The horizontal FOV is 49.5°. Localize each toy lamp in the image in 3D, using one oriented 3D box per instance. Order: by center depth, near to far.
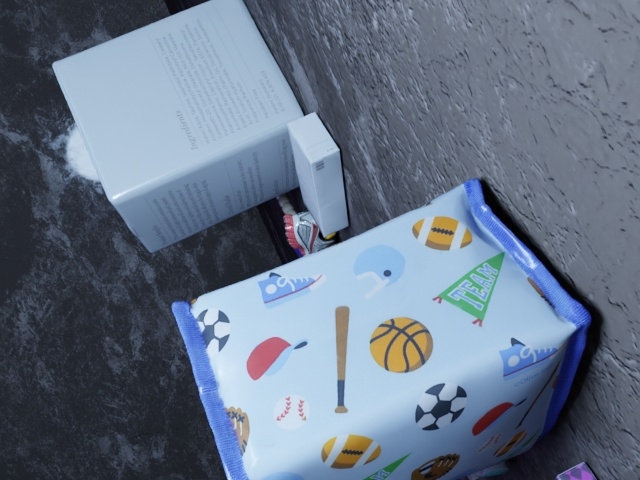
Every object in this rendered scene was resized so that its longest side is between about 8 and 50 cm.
[{"bbox_3d":[-0.070,-0.052,1.816,0.275,0.080,0.080,58,169,34],"label":"toy lamp"}]

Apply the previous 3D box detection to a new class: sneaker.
[{"bbox_3d":[0.237,0.304,1.054,0.166,0.064,0.076,142,119,-78],"label":"sneaker"},{"bbox_3d":[0.000,0.000,1.511,0.225,0.092,0.088,43,-145,-64],"label":"sneaker"}]

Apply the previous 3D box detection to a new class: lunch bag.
[{"bbox_3d":[0.065,0.164,0.737,0.385,0.327,0.239,73,173,-51],"label":"lunch bag"}]

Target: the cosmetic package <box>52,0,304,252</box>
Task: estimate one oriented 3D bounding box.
[{"bbox_3d":[-0.269,-0.232,1.443,0.328,0.393,0.329,63,171,15],"label":"cosmetic package"}]

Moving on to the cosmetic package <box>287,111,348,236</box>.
[{"bbox_3d":[0.000,-0.114,1.259,0.099,0.060,0.239,58,169,29],"label":"cosmetic package"}]

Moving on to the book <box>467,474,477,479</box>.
[{"bbox_3d":[0.238,0.347,1.220,0.144,0.035,0.096,63,175,17],"label":"book"}]

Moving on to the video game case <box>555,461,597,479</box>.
[{"bbox_3d":[0.321,0.377,0.750,0.232,0.041,0.210,59,170,32],"label":"video game case"}]
